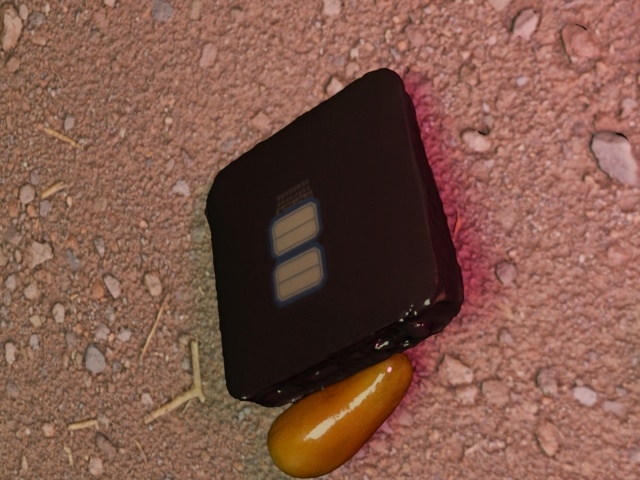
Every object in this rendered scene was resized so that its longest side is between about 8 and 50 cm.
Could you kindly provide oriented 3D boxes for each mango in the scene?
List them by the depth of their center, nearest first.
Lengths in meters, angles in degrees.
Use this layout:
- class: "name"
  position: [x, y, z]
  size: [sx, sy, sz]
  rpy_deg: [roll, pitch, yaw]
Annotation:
- class: "mango"
  position: [0.029, 0.214, 1.195]
  size: [0.227, 0.136, 0.099]
  rpy_deg: [-43, 78, 20]

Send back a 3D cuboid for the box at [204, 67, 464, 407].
- class: "box"
  position: [0.000, 0.000, 1.183]
  size: [0.359, 0.091, 0.350]
  rpy_deg: [-29, 57, 32]
